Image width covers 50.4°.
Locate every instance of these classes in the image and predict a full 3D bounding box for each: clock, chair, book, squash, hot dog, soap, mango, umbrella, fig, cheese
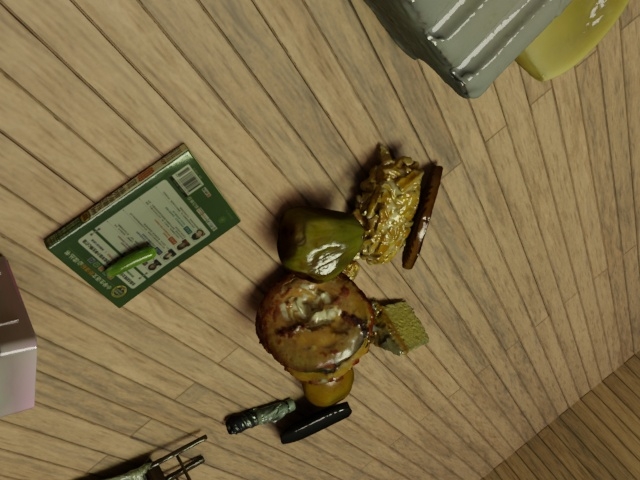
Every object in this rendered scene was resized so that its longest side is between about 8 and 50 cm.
[{"bbox_3d":[-0.468,0.135,0.985,0.063,0.197,0.150,-9,133,-35],"label":"clock"},{"bbox_3d":[-0.379,0.587,1.532,0.319,0.186,0.160,-18,143,-27],"label":"chair"},{"bbox_3d":[-0.282,-0.017,1.120,0.264,0.027,0.202,-36,143,-4],"label":"book"},{"bbox_3d":[-0.308,0.034,1.104,0.089,0.027,0.027,-28,141,-12],"label":"squash"},{"bbox_3d":[0.030,0.103,1.478,0.071,0.045,0.165,8,124,-41],"label":"hot dog"},{"bbox_3d":[0.247,-0.466,0.944,0.435,0.213,0.350,-48,144,11],"label":"soap"},{"bbox_3d":[0.024,0.354,1.692,0.136,0.099,0.227,-35,151,-5],"label":"mango"},{"bbox_3d":[-0.147,0.433,1.673,0.188,0.046,0.050,-12,139,-37],"label":"umbrella"},{"bbox_3d":[0.000,0.000,1.269,0.165,0.154,0.144,-22,-179,-1],"label":"fig"},{"bbox_3d":[0.441,-0.446,1.190,0.316,0.128,0.259,-49,139,11],"label":"cheese"}]

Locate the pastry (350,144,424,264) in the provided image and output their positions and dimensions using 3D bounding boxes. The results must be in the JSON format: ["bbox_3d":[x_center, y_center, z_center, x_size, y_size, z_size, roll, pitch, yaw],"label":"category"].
[{"bbox_3d":[0.122,-0.061,1.340,0.154,0.102,0.250,-22,141,-25],"label":"pastry"}]

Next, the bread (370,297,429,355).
[{"bbox_3d":[0.172,0.225,1.642,0.147,0.152,0.127,-4,133,-48],"label":"bread"}]

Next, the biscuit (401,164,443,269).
[{"bbox_3d":[0.212,-0.047,1.437,0.176,0.031,0.229,-30,135,-86],"label":"biscuit"}]

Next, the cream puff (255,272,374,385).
[{"bbox_3d":[-0.007,0.169,1.373,0.240,0.240,0.164,-32,160,-9],"label":"cream puff"}]

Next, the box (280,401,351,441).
[{"bbox_3d":[-0.015,0.477,1.773,0.201,0.042,0.212,-22,162,-7],"label":"box"}]
